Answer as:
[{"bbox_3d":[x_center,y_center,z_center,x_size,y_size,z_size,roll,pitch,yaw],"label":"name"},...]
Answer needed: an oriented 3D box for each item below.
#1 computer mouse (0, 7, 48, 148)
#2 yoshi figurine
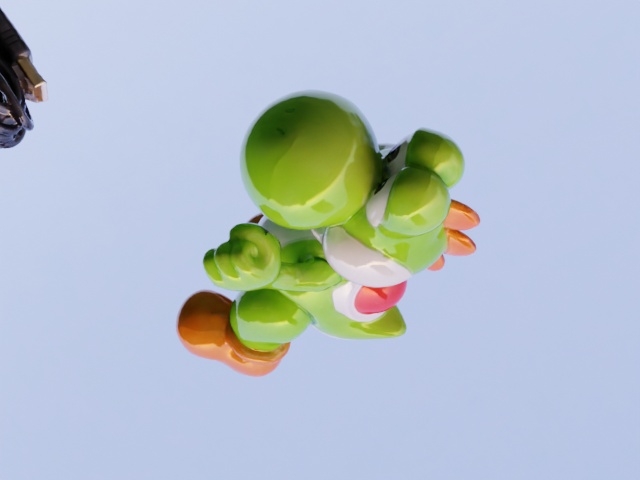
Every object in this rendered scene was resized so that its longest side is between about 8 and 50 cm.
[{"bbox_3d":[-0.164,-0.076,0.579,0.042,0.193,0.106,-35,-104,21],"label":"computer mouse"},{"bbox_3d":[-0.018,-0.022,1.506,0.362,0.203,0.203,-41,-120,59],"label":"yoshi figurine"}]
